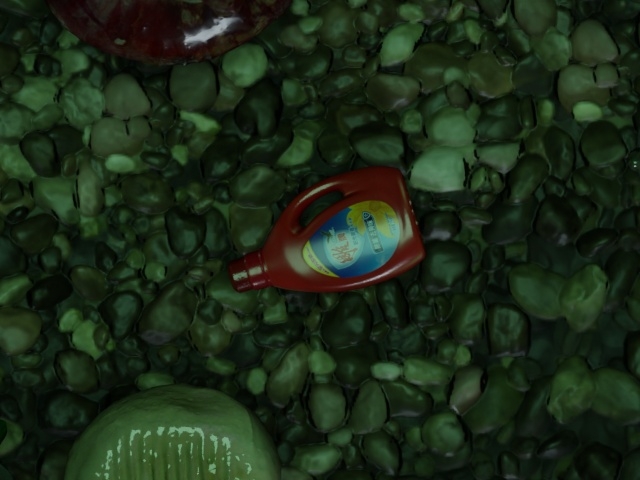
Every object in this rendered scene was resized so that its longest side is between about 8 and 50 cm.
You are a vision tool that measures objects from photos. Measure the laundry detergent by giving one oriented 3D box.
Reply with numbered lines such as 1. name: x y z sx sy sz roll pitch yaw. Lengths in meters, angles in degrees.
1. laundry detergent: 0.000 0.000 1.597 0.165 0.049 0.097 -17 82 4

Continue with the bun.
1. bun: -0.118 0.214 1.570 0.178 0.128 0.193 -5 102 3

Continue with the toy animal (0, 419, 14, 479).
1. toy animal: -0.342 0.151 1.588 0.138 0.108 0.236 -32 88 4

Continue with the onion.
1. onion: -0.121 -0.264 1.534 0.246 0.190 0.246 -3 106 -9

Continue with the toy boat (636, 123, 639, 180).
1. toy boat: 0.356 -0.040 1.558 0.155 0.085 0.227 -41 88 4

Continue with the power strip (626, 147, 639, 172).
1. power strip: 0.430 -0.019 1.495 0.387 0.066 0.092 14 102 -1
